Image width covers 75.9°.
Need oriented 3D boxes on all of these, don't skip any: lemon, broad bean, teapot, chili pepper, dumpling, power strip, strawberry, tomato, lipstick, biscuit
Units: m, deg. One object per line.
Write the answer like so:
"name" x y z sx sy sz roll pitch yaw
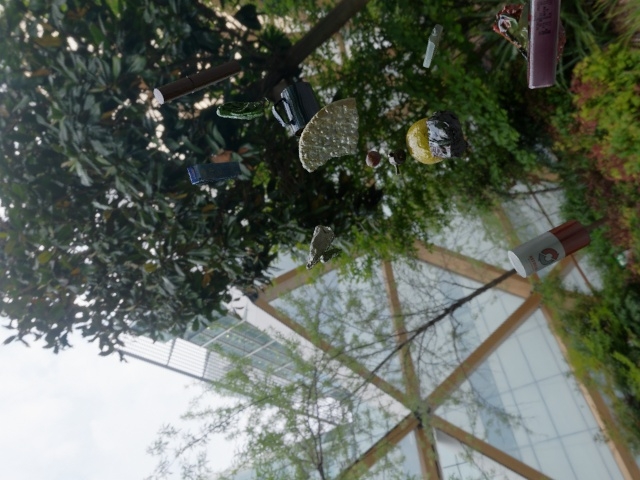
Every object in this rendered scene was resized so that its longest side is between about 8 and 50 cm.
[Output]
"lemon" 0.451 -0.412 1.695 0.188 0.188 0.257 45 -165 -20
"broad bean" 0.041 0.071 1.961 0.254 0.065 0.047 -26 -71 -70
"teapot" 0.317 -0.333 1.747 0.084 0.080 0.111 4 -89 -21
"chili pepper" -0.364 -0.612 1.919 0.074 0.256 0.100 86 -171 -50
"dumpling" -0.005 0.000 2.212 0.086 0.166 0.332 35 -139 -20
"power strip" 0.385 -0.667 1.408 0.027 0.060 0.252 28 -174 7
"strawberry" 0.665 -0.638 1.268 0.233 0.138 0.306 48 -144 12
"tomato" 0.285 -0.432 2.186 0.075 0.087 0.087 19 -159 20
"lipstick" -0.434 -0.579 1.485 0.356 0.057 0.057 -41 -83 -34
"biscuit" 0.034 -0.311 1.230 0.188 0.265 0.040 16 -143 -38

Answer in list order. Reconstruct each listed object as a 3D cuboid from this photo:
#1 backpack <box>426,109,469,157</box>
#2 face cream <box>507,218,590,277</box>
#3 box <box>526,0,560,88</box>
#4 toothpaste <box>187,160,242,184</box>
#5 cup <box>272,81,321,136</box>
"backpack" 0.416 -0.352 1.381 0.106 0.119 0.165 -52 -53 -21
"face cream" 0.707 0.024 1.275 0.096 0.214 0.096 60 -174 -11
"box" 0.541 -0.500 1.000 0.120 0.068 0.224 -60 -38 -48
"toothpaste" -0.407 -0.268 1.609 0.272 0.053 0.066 -31 -75 -64
"cup" -0.067 -0.422 1.314 0.150 0.113 0.138 -19 -93 -52
